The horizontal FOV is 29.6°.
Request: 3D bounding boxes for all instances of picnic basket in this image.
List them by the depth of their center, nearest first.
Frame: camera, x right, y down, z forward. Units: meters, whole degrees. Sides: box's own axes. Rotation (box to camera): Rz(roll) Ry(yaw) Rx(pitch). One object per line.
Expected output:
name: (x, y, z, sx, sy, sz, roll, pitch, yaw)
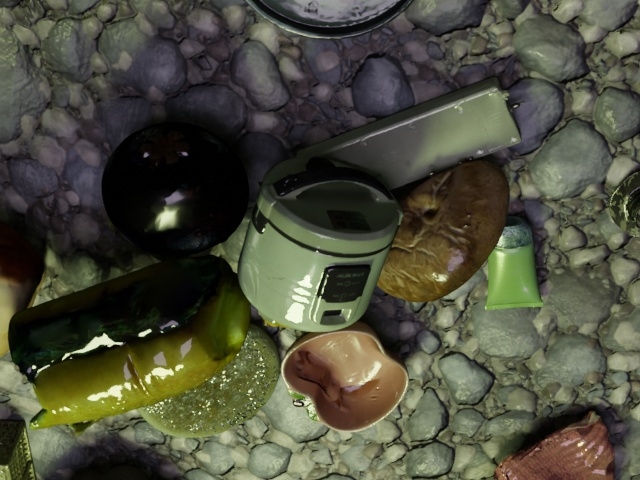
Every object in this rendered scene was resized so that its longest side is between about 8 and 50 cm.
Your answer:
picnic basket: (-0.617, 0.442, 2.223, 0.154, 0.134, 0.196, 0, 122, 2)

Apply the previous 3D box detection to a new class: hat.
hat: (0.499, -0.050, 1.853, 0.121, 0.050, 0.121, 3, 119, 6)
hat: (0.382, 0.430, 2.123, 0.286, 0.107, 0.236, -21, 119, -9)

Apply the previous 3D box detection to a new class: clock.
clock: (0.010, -0.431, 1.662, 0.319, 0.066, 0.319, 3, 121, 5)

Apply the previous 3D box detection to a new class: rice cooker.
rice cooker: (0.000, 0.000, 1.789, 0.226, 0.226, 0.244, 15, 120, -4)

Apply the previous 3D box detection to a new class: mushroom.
mushroom: (0.182, 0.013, 1.847, 0.156, 0.151, 0.286, 19, 130, -36)

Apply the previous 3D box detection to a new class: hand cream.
hand cream: (0.305, 0.040, 1.933, 0.095, 0.046, 0.175, -5, 127, 8)

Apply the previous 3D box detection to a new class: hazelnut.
hazelnut: (-0.554, 0.076, 1.955, 0.261, 0.241, 0.261, 14, 114, 34)

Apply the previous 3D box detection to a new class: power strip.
power strip: (0.137, -0.144, 1.837, 0.367, 0.043, 0.106, -19, 119, 17)

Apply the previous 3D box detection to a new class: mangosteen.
mangosteen: (-0.219, -0.067, 1.831, 0.243, 0.243, 0.243, 3, 122, 4)

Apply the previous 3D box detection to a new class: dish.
dish: (0.040, 0.212, 2.039, 0.213, 0.090, 0.213, 1, 120, 2)

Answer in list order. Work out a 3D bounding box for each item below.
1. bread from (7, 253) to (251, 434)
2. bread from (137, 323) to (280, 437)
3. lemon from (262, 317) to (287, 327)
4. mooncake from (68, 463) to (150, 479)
bread: (-0.288, 0.152, 1.843, 0.376, 0.251, 0.208, -23, 88, 17)
bread: (-0.190, 0.239, 2.049, 0.267, 0.040, 0.267, -11, 129, -15)
lemon: (-0.049, 0.088, 1.961, 0.109, 0.109, 0.133, 31, 105, -13)
mooncake: (-0.388, 0.557, 2.238, 0.306, 0.154, 0.306, 4, 112, 10)
